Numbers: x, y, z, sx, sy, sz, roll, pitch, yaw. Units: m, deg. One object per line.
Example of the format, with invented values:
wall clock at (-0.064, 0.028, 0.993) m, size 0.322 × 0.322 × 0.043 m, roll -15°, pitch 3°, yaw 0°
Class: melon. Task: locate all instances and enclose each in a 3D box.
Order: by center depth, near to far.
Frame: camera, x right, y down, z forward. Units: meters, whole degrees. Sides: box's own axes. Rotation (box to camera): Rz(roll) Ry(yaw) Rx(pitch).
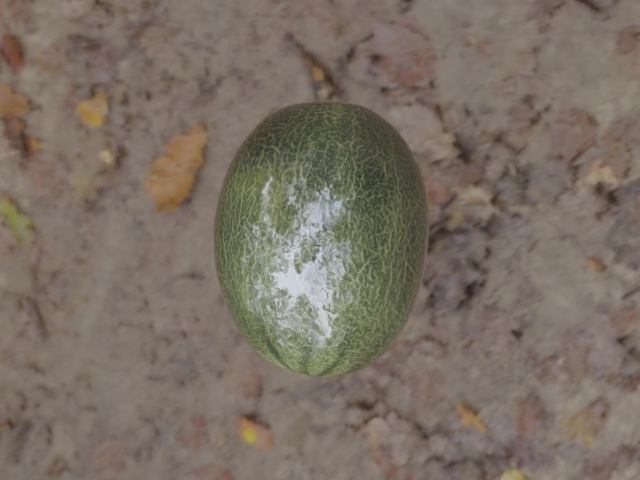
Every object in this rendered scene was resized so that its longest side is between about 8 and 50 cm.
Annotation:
melon at (0.000, 0.000, 1.575) m, size 0.238 × 0.237 × 0.301 m, roll -2°, pitch 79°, yaw 29°
